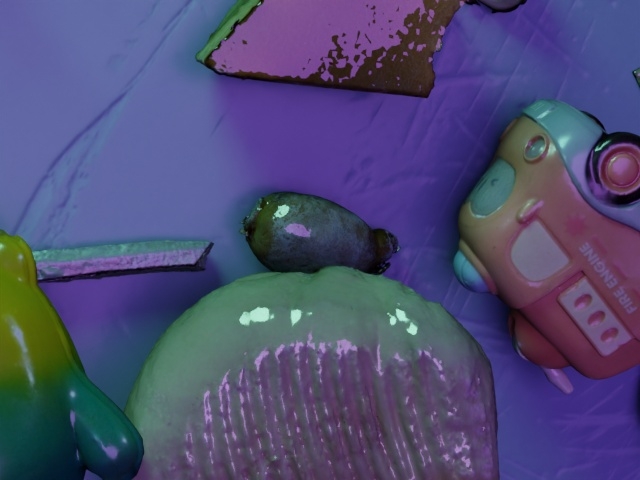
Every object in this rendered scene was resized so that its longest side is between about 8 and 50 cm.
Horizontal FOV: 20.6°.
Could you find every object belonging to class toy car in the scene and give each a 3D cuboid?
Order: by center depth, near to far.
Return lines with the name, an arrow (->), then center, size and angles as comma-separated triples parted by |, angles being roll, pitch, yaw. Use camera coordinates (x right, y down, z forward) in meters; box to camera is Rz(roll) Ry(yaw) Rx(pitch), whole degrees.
toy car -> 0.244, 0.008, 1.695 | 0.212, 0.180, 0.270 | -39, 104, 1

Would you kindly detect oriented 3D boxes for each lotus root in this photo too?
lotus root -> 0.000, 0.002, 1.674 | 0.165, 0.088, 0.088 | 17, 90, -26

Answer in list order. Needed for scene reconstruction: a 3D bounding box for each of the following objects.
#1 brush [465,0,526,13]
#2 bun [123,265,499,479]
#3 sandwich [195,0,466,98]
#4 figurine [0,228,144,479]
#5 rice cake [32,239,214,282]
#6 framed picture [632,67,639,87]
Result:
brush -> 0.078, -0.330, 1.678 | 0.313, 0.072, 0.067 | 34, 63, -12
bun -> -0.012, 0.189, 1.611 | 0.365, 0.219, 0.365 | 0, 105, -1
sandwich -> 0.017, -0.193, 1.642 | 0.186, 0.108, 0.220 | 42, 87, -16
figurine -> -0.317, 0.167, 1.516 | 0.323, 0.231, 0.340 | -13, 87, 7
rice cake -> -0.202, 0.020, 1.644 | 0.207, 0.033, 0.033 | -4, 87, -16
framed picture -> 0.480, -0.143, 1.820 | 0.273, 0.016, 0.216 | -30, 102, -11
